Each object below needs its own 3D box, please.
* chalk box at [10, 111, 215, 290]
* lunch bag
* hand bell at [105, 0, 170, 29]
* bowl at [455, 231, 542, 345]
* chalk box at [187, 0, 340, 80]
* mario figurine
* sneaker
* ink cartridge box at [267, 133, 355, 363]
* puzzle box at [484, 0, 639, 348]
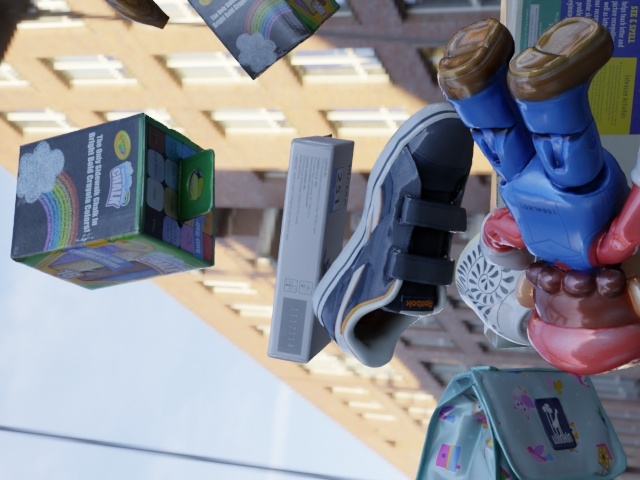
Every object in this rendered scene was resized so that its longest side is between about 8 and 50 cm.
[{"bbox_3d":[-0.258,-0.054,1.583,0.179,0.289,0.180,31,-126,-57],"label":"chalk box"},{"bbox_3d":[0.221,0.269,1.275,0.223,0.160,0.262,5,-87,-41],"label":"lunch bag"},{"bbox_3d":[-0.296,-0.333,1.406,0.126,0.242,0.126,-54,15,22],"label":"hand bell"},{"bbox_3d":[0.224,0.054,1.134,0.080,0.170,0.170,-95,-10,-47],"label":"bowl"},{"bbox_3d":[-0.100,-0.370,1.665,0.213,0.132,0.132,51,-147,-10],"label":"chalk box"},{"bbox_3d":[0.208,-0.037,0.904,0.198,0.170,0.320,-116,1,-58],"label":"mario figurine"},{"bbox_3d":[0.106,0.004,1.309,0.126,0.127,0.321,5,-58,-34],"label":"sneaker"},{"bbox_3d":[0.000,0.000,1.609,0.261,0.066,0.296,-31,-51,-75],"label":"ink cartridge box"},{"bbox_3d":[0.325,-0.084,1.246,0.052,0.272,0.408,-119,29,-71],"label":"puzzle box"}]
